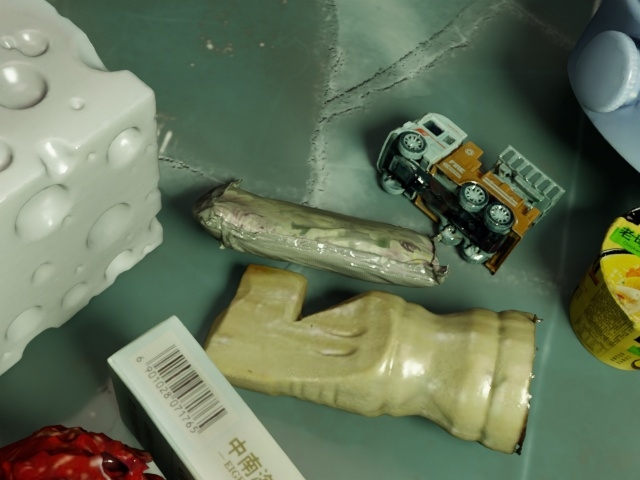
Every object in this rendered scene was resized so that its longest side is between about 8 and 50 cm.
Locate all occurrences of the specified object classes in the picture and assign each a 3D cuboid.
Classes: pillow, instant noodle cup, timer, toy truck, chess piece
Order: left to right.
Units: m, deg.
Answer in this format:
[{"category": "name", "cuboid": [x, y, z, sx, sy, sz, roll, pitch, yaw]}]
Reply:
[{"category": "pillow", "cuboid": [0.000, 0.000, 0.771, 0.254, 0.169, 0.059, 13, 101, -2]}, {"category": "chess piece", "cuboid": [0.041, 0.105, 0.727, 0.300, 0.137, 0.137, 9, 59, 9]}, {"category": "toy truck", "cuboid": [0.158, -0.065, 0.851, 0.177, 0.080, 0.115, 42, 58, 13]}, {"category": "instant noodle cup", "cuboid": [0.328, 0.057, 0.785, 0.151, 0.122, 0.152, 3, 59, -5]}, {"category": "timer", "cuboid": [0.436, -0.150, 0.855, 0.394, 0.173, 0.395, 14, 44, -14]}]

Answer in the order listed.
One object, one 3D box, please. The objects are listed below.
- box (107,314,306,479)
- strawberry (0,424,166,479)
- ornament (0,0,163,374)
[{"category": "box", "cuboid": [-0.070, 0.193, 0.627, 0.067, 0.155, 0.243, -35, 72, -23]}, {"category": "strawberry", "cuboid": [-0.171, 0.256, 0.550, 0.274, 0.274, 0.220, 47, 28, 17]}, {"category": "ornament", "cuboid": [-0.305, -0.059, 0.680, 0.240, 0.239, 0.239, 40, 62, 13]}]
